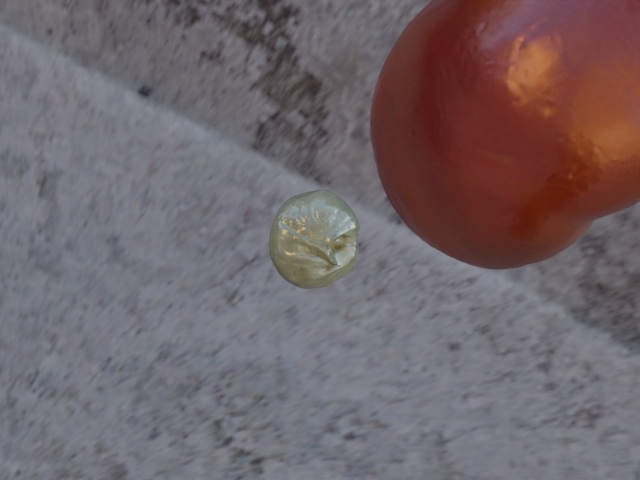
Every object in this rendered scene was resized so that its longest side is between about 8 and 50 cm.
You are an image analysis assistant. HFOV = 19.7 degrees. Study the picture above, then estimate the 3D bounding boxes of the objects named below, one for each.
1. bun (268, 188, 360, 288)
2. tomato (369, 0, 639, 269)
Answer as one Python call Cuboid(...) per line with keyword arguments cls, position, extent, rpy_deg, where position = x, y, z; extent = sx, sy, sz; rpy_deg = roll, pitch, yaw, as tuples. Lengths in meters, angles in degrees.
Cuboid(cls="bun", position=(0.000, 0.000, 1.518), extent=(0.086, 0.055, 0.086), rpy_deg=(-4, 97, -34))
Cuboid(cls="tomato", position=(0.145, -0.099, 1.190), extent=(0.260, 0.260, 0.180), rpy_deg=(-41, 97, -16))
